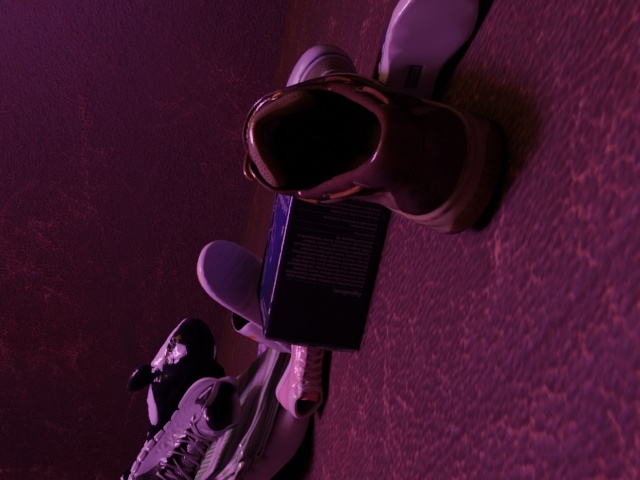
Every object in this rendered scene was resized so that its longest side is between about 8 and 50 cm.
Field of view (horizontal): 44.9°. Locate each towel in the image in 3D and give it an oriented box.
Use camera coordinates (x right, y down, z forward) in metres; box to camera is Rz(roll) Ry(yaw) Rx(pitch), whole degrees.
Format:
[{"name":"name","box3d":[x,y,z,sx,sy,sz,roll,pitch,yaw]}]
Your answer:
[{"name":"towel","box3d":[-0.140,0.278,1.147,0.325,0.038,0.248,-48,16,43]}]

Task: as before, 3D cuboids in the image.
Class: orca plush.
[{"name":"orca plush","box3d":[-0.223,0.264,1.170,0.287,0.151,0.102,-56,35,11]}]

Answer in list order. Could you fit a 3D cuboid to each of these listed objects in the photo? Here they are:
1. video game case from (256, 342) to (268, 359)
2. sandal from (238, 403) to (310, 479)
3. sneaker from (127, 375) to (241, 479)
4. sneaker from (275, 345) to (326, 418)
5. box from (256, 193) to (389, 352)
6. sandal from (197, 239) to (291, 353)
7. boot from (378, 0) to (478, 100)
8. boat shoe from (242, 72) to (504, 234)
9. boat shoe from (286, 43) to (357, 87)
[{"name":"video game case","box3d":[-0.094,0.264,1.386,0.274,0.026,0.196,127,149,-73]},{"name":"sandal","box3d":[-0.107,0.363,1.157,0.416,0.102,0.169,-50,15,46]},{"name":"sneaker","box3d":[-0.176,0.272,1.028,0.132,0.086,0.229,-35,25,56]},{"name":"sneaker","box3d":[-0.012,0.164,0.982,0.070,0.051,0.134,42,115,60]},{"name":"box","box3d":[0.000,0.000,0.879,0.153,0.108,0.207,-119,40,-73]},{"name":"sandal","box3d":[-0.091,0.072,1.016,0.265,0.076,0.102,42,-126,-47]},{"name":"boot","box3d":[0.085,-0.189,0.681,0.190,0.069,0.086,114,160,-62]},{"name":"boat shoe","box3d":[-0.003,-0.088,0.643,0.342,0.123,0.123,30,106,58]},{"name":"boat shoe","box3d":[0.008,-0.097,1.008,0.094,0.109,0.302,-128,38,-56]}]
